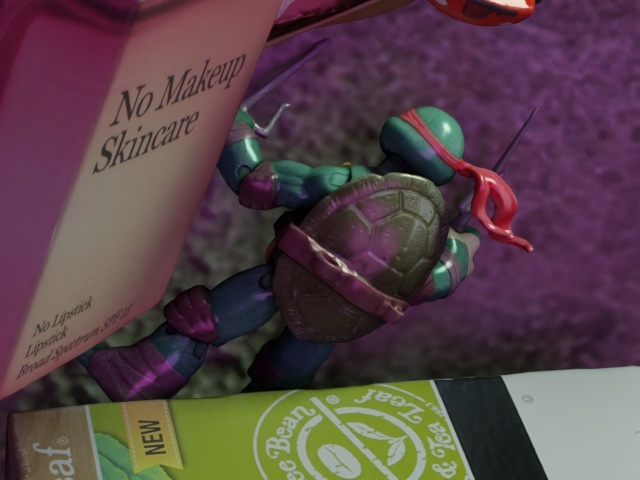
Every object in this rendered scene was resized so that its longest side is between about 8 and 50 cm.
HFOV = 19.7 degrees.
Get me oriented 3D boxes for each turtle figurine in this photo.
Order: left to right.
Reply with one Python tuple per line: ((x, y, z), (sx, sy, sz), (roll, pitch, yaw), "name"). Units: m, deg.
((0.000, 0.000, 0.885), (0.175, 0.118, 0.234), (39, 97, -20), "turtle figurine")

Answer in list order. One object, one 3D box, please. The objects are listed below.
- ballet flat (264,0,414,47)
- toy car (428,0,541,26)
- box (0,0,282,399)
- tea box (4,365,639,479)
((0.003, -0.130, 0.869), (0.232, 0.073, 0.080), (-28, 109, -7), "ballet flat")
((0.092, -0.198, 0.860), (0.225, 0.053, 0.239), (-11, 66, -33), "toy car")
((-0.111, -0.076, 0.754), (0.127, 0.148, 0.232), (31, 116, 14), "box")
((0.033, 0.249, 0.809), (0.323, 0.329, 0.220), (-4, 129, -15), "tea box")
